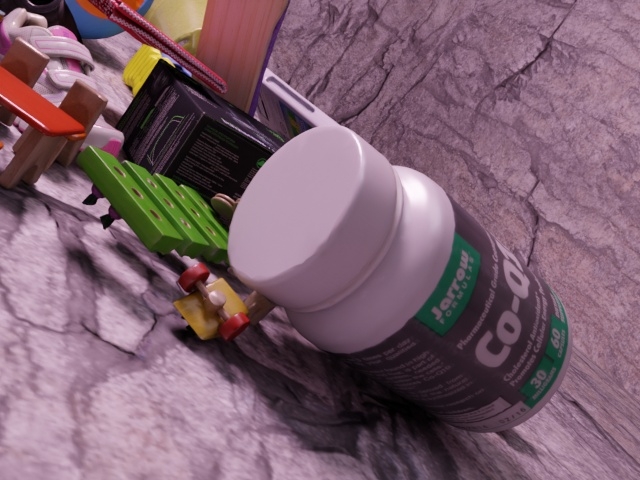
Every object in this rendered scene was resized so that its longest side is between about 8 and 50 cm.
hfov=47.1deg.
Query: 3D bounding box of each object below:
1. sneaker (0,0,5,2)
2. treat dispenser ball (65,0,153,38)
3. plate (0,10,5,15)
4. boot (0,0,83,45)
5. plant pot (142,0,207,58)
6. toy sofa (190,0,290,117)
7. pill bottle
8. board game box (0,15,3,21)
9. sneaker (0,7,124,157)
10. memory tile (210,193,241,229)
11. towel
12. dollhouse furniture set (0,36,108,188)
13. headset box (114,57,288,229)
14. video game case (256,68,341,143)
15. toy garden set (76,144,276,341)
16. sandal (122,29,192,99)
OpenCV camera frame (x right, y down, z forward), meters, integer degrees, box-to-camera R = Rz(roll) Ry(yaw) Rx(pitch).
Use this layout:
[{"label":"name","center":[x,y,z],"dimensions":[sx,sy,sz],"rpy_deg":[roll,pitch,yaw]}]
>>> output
[{"label":"sneaker","center":[-0.531,-0.362,0.893],"dimensions":[0.331,0.122,0.146],"rpy_deg":[18,21,14]},{"label":"treat dispenser ball","center":[-0.470,-0.552,1.471],"dimensions":[0.288,0.288,0.288],"rpy_deg":[35,11,-7]},{"label":"plate","center":[-0.457,-0.280,0.828],"dimensions":[0.188,0.024,0.188],"rpy_deg":[9,13,-2]},{"label":"boot","center":[-0.454,-0.419,1.043],"dimensions":[0.338,0.118,0.222],"rpy_deg":[47,-18,4]},{"label":"plant pot","center":[-0.319,-0.495,1.873],"dimensions":[0.276,0.276,0.253],"rpy_deg":[29,24,-33]},{"label":"toy sofa","center":[-0.131,-0.304,1.205],"dimensions":[0.177,0.362,0.150],"rpy_deg":[32,38,14]},{"label":"pill bottle","center":[0.091,0.050,0.768],"dimensions":[0.361,0.204,0.204],"rpy_deg":[35,9,-36]},{"label":"board game box","center":[-0.604,-0.431,1.210],"dimensions":[0.124,0.039,0.259],"rpy_deg":[25,14,-45]},{"label":"sneaker","center":[-0.317,-0.191,0.863],"dimensions":[0.252,0.111,0.103],"rpy_deg":[40,11,18]},{"label":"memory tile","center":[-0.057,0.004,0.850],"dimensions":[0.113,0.012,0.148],"rpy_deg":[12,-35,41]},{"label":"towel","center":[-0.260,-0.303,1.048],"dimensions":[0.199,0.031,0.275],"rpy_deg":[32,6,-44]},{"label":"dollhouse furniture set","center":[-0.333,-0.171,0.660],"dimensions":[0.259,0.135,0.262],"rpy_deg":[35,11,-4]},{"label":"headset box","center":[-0.135,-0.111,1.034],"dimensions":[0.246,0.131,0.283],"rpy_deg":[29,11,-33]},{"label":"video game case","center":[-0.020,-0.150,1.391],"dimensions":[0.300,0.036,0.329],"rpy_deg":[45,-18,38]},{"label":"toy garden set","center":[-0.124,0.019,0.725],"dimensions":[0.203,0.049,0.244],"rpy_deg":[48,5,13]},{"label":"sandal","center":[-0.303,-0.312,1.453],"dimensions":[0.138,0.126,0.317],"rpy_deg":[33,19,-33]}]
